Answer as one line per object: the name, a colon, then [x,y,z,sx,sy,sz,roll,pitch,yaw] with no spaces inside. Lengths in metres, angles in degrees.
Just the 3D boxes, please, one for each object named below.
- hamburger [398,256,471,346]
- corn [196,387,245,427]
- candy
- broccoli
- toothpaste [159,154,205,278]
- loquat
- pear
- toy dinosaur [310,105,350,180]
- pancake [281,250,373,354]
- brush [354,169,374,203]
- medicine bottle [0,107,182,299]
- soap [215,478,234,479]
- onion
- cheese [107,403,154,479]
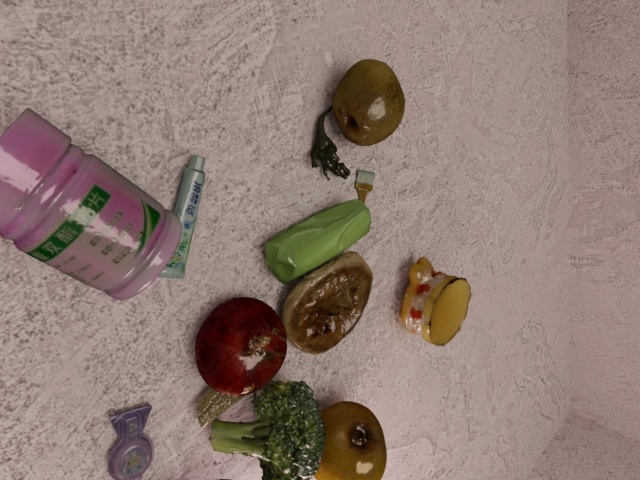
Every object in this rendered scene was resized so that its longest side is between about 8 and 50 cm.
hamburger: [0.407,0.222,1.534,0.261,0.186,0.302,-40,131,-25]
corn: [-0.245,0.397,1.107,0.211,0.087,0.087,-33,118,-23]
candy: [0.000,0.000,1.192,0.344,0.132,0.142,-31,104,-31]
broccoli: [-0.123,0.523,1.152,0.249,0.302,0.375,-53,158,-44]
toothpaste: [-0.322,-0.054,0.976,0.075,0.048,0.296,11,95,-43]
loquat: [0.069,0.649,1.299,0.275,0.275,0.274,-9,104,-38]
pear: [0.135,-0.386,1.185,0.228,0.188,0.211,58,47,-32]
toy dinosaur: [0.023,-0.273,1.233,0.187,0.087,0.179,61,23,-47]
pancake: [0.038,0.199,1.286,0.356,0.065,0.356,-24,128,-34]
brush: [0.134,-0.121,1.358,0.083,0.010,0.218,4,97,-40]
medicine bottle: [-0.447,-0.051,0.763,0.325,0.212,0.212,44,71,-37]
soap: [-0.261,0.702,1.026,0.324,0.109,0.192,-13,113,1]
onion: [-0.197,0.261,1.047,0.248,0.248,0.161,-47,166,-23]
cheese: [-0.446,0.488,0.978,0.105,0.042,0.190,-6,100,-40]
